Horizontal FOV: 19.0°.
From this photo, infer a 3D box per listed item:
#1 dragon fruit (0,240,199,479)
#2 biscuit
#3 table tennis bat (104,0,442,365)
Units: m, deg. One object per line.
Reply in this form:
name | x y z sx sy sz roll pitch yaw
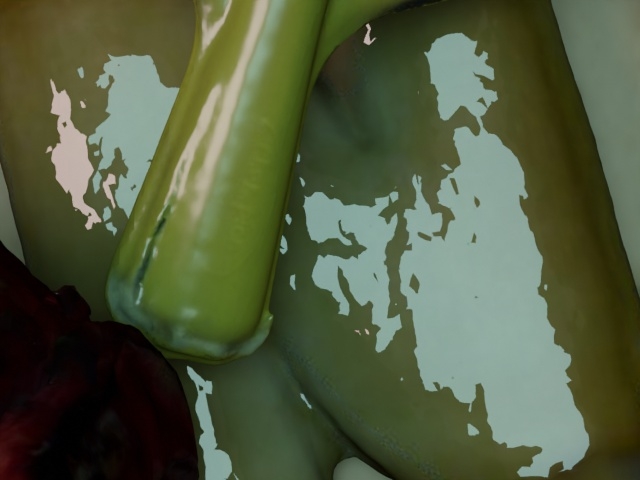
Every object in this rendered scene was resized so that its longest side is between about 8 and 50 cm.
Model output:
dragon fruit | -0.188 0.122 0.630 0.329 0.329 0.329 0 86 4
biscuit | 0.000 0.000 0.756 0.237 0.062 0.291 -14 84 4
table tennis bat | -0.002 -0.133 0.671 0.224 0.054 0.369 12 101 -16
